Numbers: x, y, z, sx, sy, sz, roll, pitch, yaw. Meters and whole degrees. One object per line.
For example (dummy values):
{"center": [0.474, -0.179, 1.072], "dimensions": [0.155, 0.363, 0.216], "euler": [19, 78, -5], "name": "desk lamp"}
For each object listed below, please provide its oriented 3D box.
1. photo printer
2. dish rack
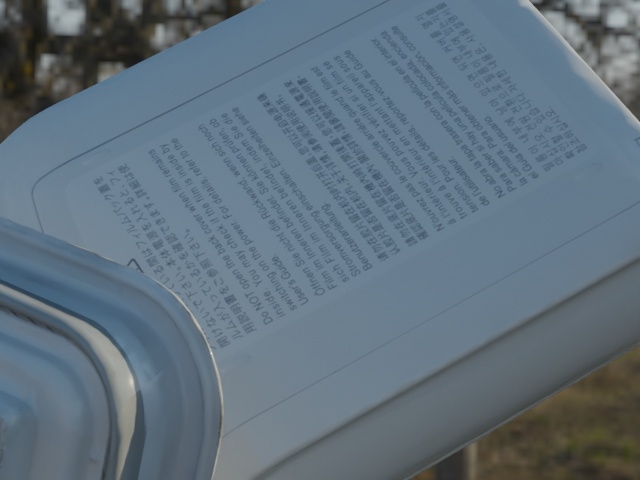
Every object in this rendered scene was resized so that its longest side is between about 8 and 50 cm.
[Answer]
{"center": [0.000, 0.000, 0.888], "dimensions": [0.307, 0.256, 0.107], "euler": [-29, -31, -14], "name": "photo printer"}
{"center": [-0.193, 0.146, 0.739], "dimensions": [0.285, 0.333, 0.072], "euler": [19, 14, 30], "name": "dish rack"}
